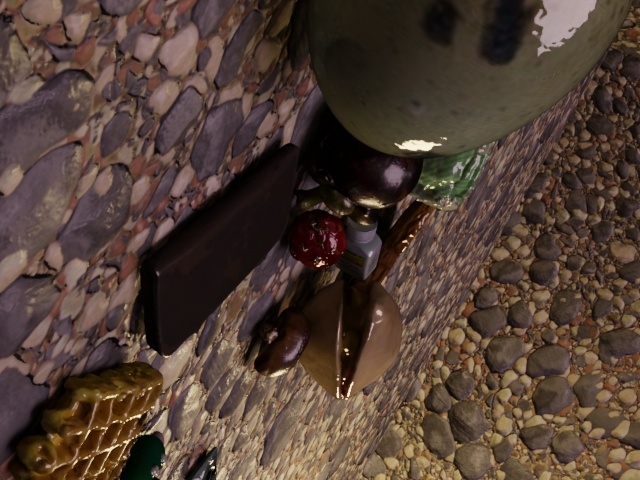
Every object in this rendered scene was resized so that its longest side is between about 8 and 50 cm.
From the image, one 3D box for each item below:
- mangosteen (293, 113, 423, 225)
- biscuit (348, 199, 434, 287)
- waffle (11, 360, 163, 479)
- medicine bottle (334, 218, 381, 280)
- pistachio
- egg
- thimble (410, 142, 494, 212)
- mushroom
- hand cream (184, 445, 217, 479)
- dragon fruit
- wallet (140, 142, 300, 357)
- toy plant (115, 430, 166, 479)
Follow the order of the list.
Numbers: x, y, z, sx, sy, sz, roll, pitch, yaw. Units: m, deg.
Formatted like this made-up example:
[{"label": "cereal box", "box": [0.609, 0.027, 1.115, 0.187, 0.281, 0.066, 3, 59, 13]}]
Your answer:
[{"label": "mangosteen", "box": [0.064, -0.111, 1.414, 0.172, 0.172, 0.184, -42, 160, -48]}, {"label": "biscuit", "box": [0.126, 0.034, 1.939, 0.277, 0.052, 0.262, -53, 177, -23]}, {"label": "waffle", "box": [-0.273, 0.224, 1.120, 0.160, 0.055, 0.211, -63, 163, 8]}, {"label": "medicine bottle", "box": [0.068, 0.007, 1.752, 0.055, 0.074, 0.118, -46, 158, -39]}, {"label": "pistachio", "box": [0.049, 0.171, 1.733, 0.318, 0.194, 0.213, 90, 5, -73]}, {"label": "egg", "box": [0.162, -0.285, 1.084, 0.345, 0.345, 0.428, -31, 151, -60]}, {"label": "thimble", "box": [0.224, -0.166, 1.809, 0.219, 0.150, 0.219, -54, 162, -27]}, {"label": "mushroom", "box": [-0.069, 0.168, 1.623, 0.127, 0.087, 0.127, -55, -175, 7]}, {"label": "hand cream", "box": [-0.207, 0.458, 1.734, 0.247, 0.052, 0.075, 91, 9, -47]}, {"label": "dragon fruit", "box": [0.000, 0.000, 1.529, 0.094, 0.094, 0.190, -62, 175, 0]}, {"label": "wallet", "box": [-0.123, 0.006, 1.238, 0.309, 0.042, 0.165, -48, 157, -43]}, {"label": "toy plant", "box": [-0.258, 0.392, 1.317, 0.243, 0.113, 0.232, -71, 171, -55]}]
